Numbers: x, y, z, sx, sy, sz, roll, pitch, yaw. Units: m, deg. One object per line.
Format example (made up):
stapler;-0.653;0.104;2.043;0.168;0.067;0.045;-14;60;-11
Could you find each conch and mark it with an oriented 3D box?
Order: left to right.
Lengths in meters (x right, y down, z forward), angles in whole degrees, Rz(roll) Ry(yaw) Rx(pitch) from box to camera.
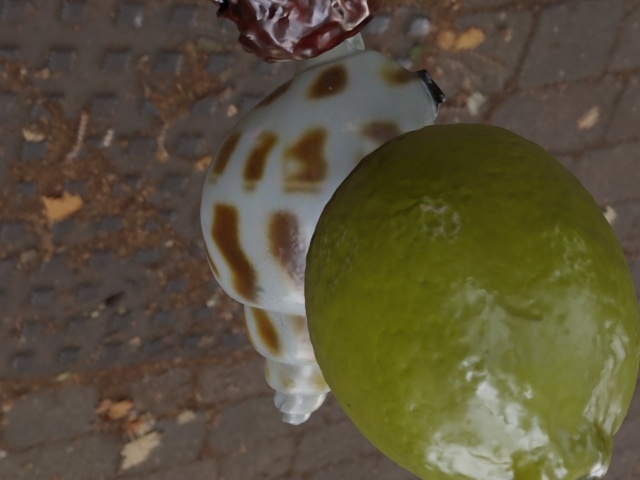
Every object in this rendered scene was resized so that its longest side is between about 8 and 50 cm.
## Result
conch;0.000;0.000;0.897;0.148;0.183;0.275;-27;128;-21

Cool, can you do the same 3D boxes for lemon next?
lemon;0.082;0.040;0.709;0.184;0.248;0.184;-9;132;-10

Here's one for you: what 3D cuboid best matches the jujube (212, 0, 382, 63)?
jujube;-0.026;-0.154;0.512;0.104;0.166;0.104;-33;-174;4
